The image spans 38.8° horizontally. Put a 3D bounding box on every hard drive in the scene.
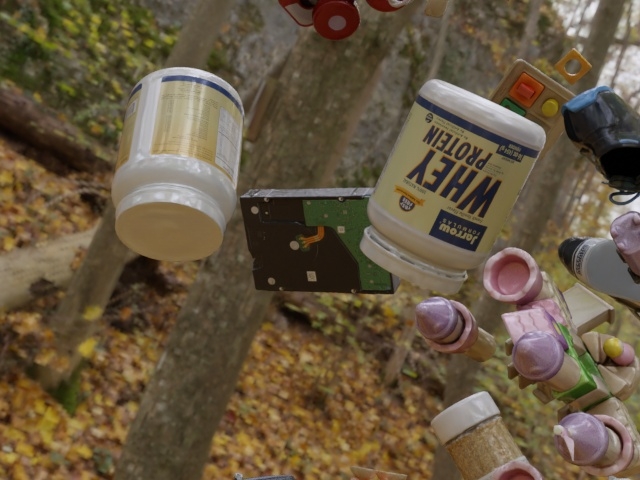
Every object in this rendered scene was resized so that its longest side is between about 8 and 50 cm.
[{"bbox_3d":[0.000,0.000,2.018,0.339,0.236,0.064,0,23,22],"label":"hard drive"}]

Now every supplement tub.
[{"bbox_3d":[-0.265,-0.141,1.700,0.229,0.316,0.228,1,-34,1],"label":"supplement tub"},{"bbox_3d":[0.224,-0.094,1.599,0.236,0.324,0.235,22,14,-6],"label":"supplement tub"}]

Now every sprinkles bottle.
[{"bbox_3d":[0.329,0.444,1.585,0.355,0.121,0.121,61,7,20],"label":"sprinkles bottle"}]

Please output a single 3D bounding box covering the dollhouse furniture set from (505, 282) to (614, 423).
[{"bbox_3d":[0.520,0.239,1.915,0.212,0.161,0.242,43,-27,47],"label":"dollhouse furniture set"}]

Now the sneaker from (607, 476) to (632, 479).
[{"bbox_3d":[0.609,0.562,1.848,0.094,0.151,0.256,16,-2,29],"label":"sneaker"}]

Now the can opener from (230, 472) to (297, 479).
[{"bbox_3d":[-0.143,0.576,2.134,0.186,0.073,0.059,-4,17,-27],"label":"can opener"}]

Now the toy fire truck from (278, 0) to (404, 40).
[{"bbox_3d":[0.034,-0.564,1.811,0.302,0.169,0.254,-24,-45,25],"label":"toy fire truck"}]

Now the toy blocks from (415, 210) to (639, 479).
[{"bbox_3d":[0.275,0.123,1.012,0.260,0.309,0.288,33,31,-52],"label":"toy blocks"}]

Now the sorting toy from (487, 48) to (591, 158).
[{"bbox_3d":[0.501,-0.310,2.175,0.196,0.347,0.047,33,29,1],"label":"sorting toy"}]

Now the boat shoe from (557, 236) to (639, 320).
[{"bbox_3d":[0.504,0.068,1.403,0.306,0.113,0.105,15,7,-17],"label":"boat shoe"}]

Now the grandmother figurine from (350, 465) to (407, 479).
[{"bbox_3d":[0.082,0.644,1.866,0.208,0.342,0.104,11,-14,-9],"label":"grandmother figurine"}]

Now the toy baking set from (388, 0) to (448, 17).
[{"bbox_3d":[0.144,-0.468,1.395,0.256,0.197,0.030,49,12,15],"label":"toy baking set"}]

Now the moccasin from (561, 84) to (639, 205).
[{"bbox_3d":[0.467,-0.120,1.394,0.342,0.116,0.138,15,-39,-45],"label":"moccasin"}]
